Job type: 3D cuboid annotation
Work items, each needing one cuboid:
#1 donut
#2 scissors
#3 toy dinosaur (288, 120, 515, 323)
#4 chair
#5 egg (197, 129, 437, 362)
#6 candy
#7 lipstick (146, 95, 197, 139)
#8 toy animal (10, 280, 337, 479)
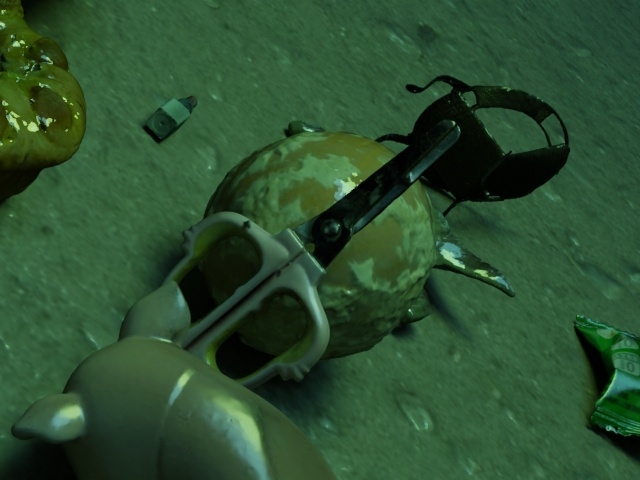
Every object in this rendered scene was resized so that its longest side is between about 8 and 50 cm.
[{"bbox_3d":[-0.301,-0.129,1.568,0.226,0.114,0.226,33,30,-22],"label":"donut"},{"bbox_3d":[-0.012,0.007,1.568,0.160,0.317,0.024,51,7,13],"label":"scissors"},{"bbox_3d":[0.064,-0.028,1.968,0.294,0.077,0.162,51,27,14],"label":"toy dinosaur"},{"bbox_3d":[0.162,-0.094,2.105,0.213,0.174,0.149,-18,69,-48],"label":"chair"},{"bbox_3d":[0.000,0.000,1.698,0.203,0.203,0.245,45,39,1],"label":"egg"},{"bbox_3d":[0.358,0.155,2.123,0.141,0.078,0.203,35,23,-18],"label":"candy"},{"bbox_3d":[-0.139,-0.126,1.884,0.025,0.025,0.107,43,21,-3],"label":"lipstick"},{"bbox_3d":[-0.087,0.173,1.400,0.250,0.154,0.166,42,35,0],"label":"toy animal"}]
